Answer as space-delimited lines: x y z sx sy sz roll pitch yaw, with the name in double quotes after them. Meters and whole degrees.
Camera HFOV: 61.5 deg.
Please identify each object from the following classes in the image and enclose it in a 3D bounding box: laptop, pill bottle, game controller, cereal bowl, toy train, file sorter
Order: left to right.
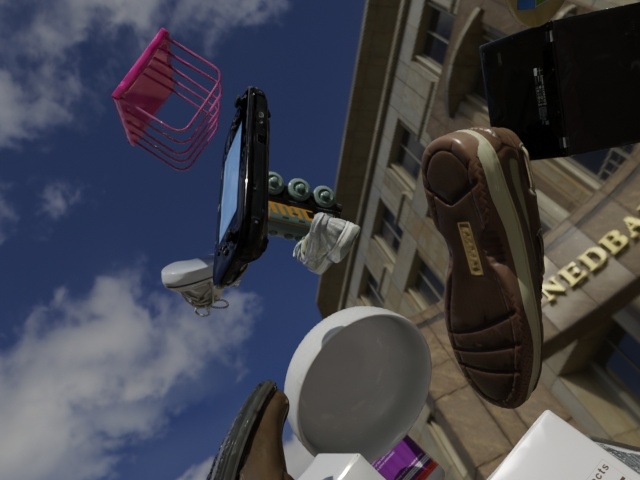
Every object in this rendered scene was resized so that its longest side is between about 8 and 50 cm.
-0.360 -0.324 1.332 0.182 0.290 0.202 31 -105 -5 "file sorter"
-0.126 -0.086 0.829 0.067 0.320 0.166 18 -40 -27 "game controller"
-0.085 -0.086 1.671 0.333 0.191 0.142 13 -27 -22 "toy train"
0.065 0.290 1.136 0.338 0.141 0.339 -9 -72 -30 "cereal bowl"
0.147 0.545 1.378 0.181 0.323 0.182 -38 -26 -22 "pill bottle"
0.735 -0.453 1.617 0.236 0.407 0.383 -16 -80 -30 "laptop"

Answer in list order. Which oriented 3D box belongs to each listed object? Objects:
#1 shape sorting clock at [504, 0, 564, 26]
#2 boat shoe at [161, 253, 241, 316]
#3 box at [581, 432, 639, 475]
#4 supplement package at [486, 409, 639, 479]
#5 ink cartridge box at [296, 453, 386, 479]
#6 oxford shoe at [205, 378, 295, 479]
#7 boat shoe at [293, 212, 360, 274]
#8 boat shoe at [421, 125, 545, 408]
0.270 -0.368 0.648 0.206 0.040 0.207 -24 -56 -42 "shape sorting clock"
-0.296 0.124 1.403 0.135 0.367 0.157 -3 -86 9 "boat shoe"
0.607 0.456 0.945 0.242 0.307 0.077 13 -87 2 "box"
0.363 0.405 0.690 0.175 0.293 0.178 -39 -40 -19 "supplement package"
0.061 0.306 0.500 0.093 0.212 0.154 -45 -5 -26 "ink cartridge box"
-0.041 0.200 0.383 0.096 0.227 0.083 19 -55 -8 "oxford shoe"
-0.001 0.002 1.244 0.103 0.320 0.118 32 -102 -6 "boat shoe"
0.169 0.023 0.485 0.095 0.095 0.258 -22 -71 -31 "boat shoe"
